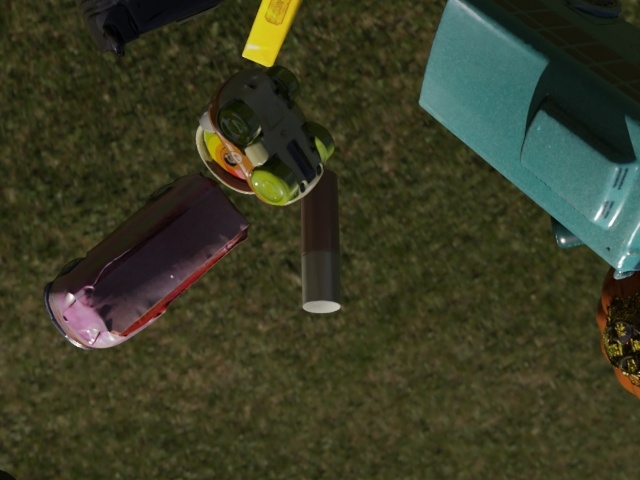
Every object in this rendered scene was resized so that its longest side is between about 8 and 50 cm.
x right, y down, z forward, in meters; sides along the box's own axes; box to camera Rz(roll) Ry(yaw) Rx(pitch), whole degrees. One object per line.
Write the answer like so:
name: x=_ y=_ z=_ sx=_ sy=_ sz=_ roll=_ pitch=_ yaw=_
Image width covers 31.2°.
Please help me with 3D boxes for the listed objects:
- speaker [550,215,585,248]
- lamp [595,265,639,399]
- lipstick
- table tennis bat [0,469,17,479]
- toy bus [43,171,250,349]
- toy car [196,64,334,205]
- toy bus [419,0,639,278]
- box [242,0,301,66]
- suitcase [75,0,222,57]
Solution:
speaker: x=0.363 y=-0.035 z=1.624 sx=0.075 sy=0.094 sz=0.060 roll=-13 pitch=134 yaw=14
lamp: x=0.424 y=0.100 z=1.341 sx=0.196 sy=0.223 sz=0.223 roll=-15 pitch=137 yaw=-29
lipstick: x=0.000 y=0.000 z=2.068 sx=0.070 sy=0.254 sz=0.070 roll=-1 pitch=158 yaw=0
table tennis bat: x=-0.227 y=0.184 z=0.706 sx=0.013 sy=0.087 sz=0.156 roll=-17 pitch=165 yaw=25
toy bus: x=-0.249 y=0.030 z=1.655 sx=0.302 sy=0.147 sz=0.127 roll=-42 pitch=110 yaw=-26
toy car: x=-0.119 y=-0.161 z=1.869 sx=0.145 sy=0.235 sz=0.235 roll=-49 pitch=150 yaw=-37
toy bus: x=0.201 y=-0.092 z=0.856 sx=0.147 sy=0.256 sz=0.128 roll=-13 pitch=133 yaw=-33
box: x=-0.024 y=-0.311 z=1.272 sx=0.043 sy=0.269 sz=0.152 roll=23 pitch=122 yaw=-5
suitcase: x=-0.213 y=-0.418 z=1.776 sx=0.345 sy=0.339 sz=0.188 roll=-25 pitch=101 yaw=-5
